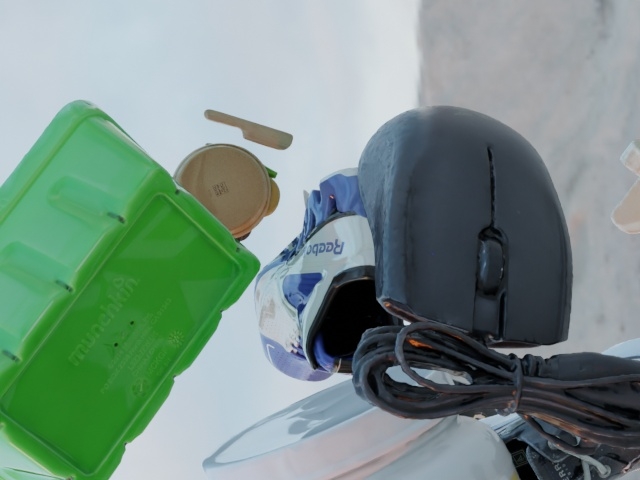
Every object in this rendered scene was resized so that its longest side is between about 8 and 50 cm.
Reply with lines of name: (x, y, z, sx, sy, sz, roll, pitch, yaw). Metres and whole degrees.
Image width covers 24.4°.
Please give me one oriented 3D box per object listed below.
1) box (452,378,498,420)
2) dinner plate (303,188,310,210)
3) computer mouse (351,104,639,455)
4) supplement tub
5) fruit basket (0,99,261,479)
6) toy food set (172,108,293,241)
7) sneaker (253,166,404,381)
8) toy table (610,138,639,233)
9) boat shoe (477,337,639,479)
box: (0.156, 0.332, 1.708, 0.322, 0.079, 0.257, 44, -112, -46)
dinner plate: (0.000, 0.000, 1.942, 0.141, 0.017, 0.141, -12, -90, -86)
computer mouse: (0.099, -0.002, 0.867, 0.272, 0.188, 0.072, -101, 27, -50)
supplement tub: (0.066, 0.281, 1.138, 0.331, 0.241, 0.241, 66, -167, -2)
fruit basket: (-0.275, 0.069, 1.532, 0.283, 0.392, 0.392, 45, -146, -34)
toy food set: (-0.118, -0.056, 1.807, 0.038, 0.132, 0.192, 99, -169, -76)
sneaker: (0.008, 0.085, 1.552, 0.315, 0.127, 0.182, 114, 160, -50)
toy table: (0.451, -0.067, 1.647, 0.161, 0.252, 0.274, 45, -158, 21)
boat shoe: (0.211, 0.177, 1.264, 0.108, 0.301, 0.102, 58, -150, -12)
